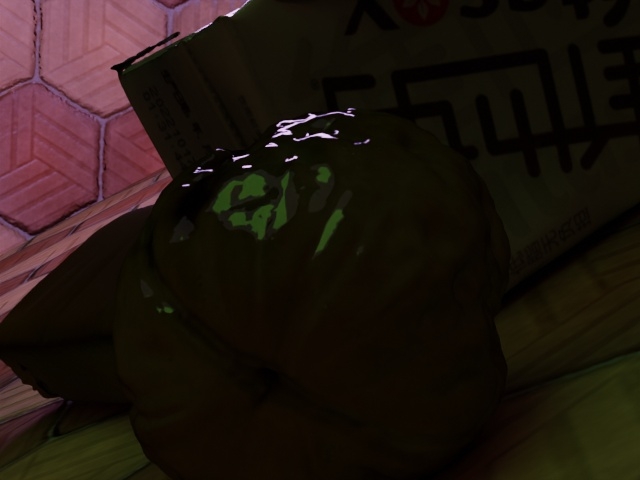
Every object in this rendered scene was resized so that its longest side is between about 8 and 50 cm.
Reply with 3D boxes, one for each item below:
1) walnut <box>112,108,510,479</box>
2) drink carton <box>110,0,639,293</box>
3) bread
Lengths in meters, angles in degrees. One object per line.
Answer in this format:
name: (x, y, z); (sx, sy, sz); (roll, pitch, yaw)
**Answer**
walnut: (0.001, 0.027, 0.756); (0.155, 0.155, 0.184); (-24, 13, 20)
drink carton: (0.083, -0.085, 1.033); (0.324, 0.194, 0.132); (-32, 7, -31)
bread: (-0.097, 0.035, 1.202); (0.138, 0.077, 0.361); (-46, 14, -20)
